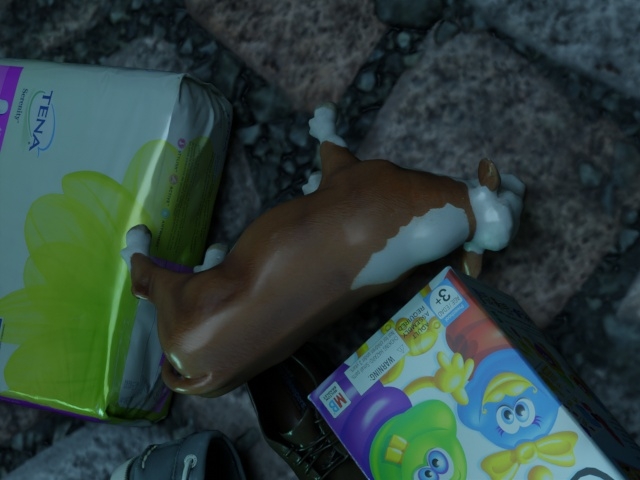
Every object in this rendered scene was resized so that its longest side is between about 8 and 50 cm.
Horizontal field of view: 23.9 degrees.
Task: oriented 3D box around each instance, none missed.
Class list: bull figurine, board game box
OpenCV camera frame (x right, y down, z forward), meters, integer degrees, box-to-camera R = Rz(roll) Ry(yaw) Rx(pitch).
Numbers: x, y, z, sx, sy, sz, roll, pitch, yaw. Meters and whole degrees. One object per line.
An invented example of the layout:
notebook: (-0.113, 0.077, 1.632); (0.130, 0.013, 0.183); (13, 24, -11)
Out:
bull figurine: (0.000, 0.000, 1.142); (0.310, 0.101, 0.188); (-30, 39, -10)
board game box: (0.144, 0.174, 1.042); (0.142, 0.144, 0.275); (-44, 63, 12)

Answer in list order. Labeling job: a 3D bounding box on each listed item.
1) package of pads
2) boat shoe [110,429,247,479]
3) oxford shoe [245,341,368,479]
package of pads: (-0.208, -0.003, 1.277); (0.229, 0.101, 0.296); (8, 83, 28)
boat shoe: (-0.069, 0.292, 1.138); (0.099, 0.116, 0.319); (-32, 62, 21)
oxford shoe: (0.008, 0.168, 1.139); (0.083, 0.096, 0.227); (-45, 65, 9)
